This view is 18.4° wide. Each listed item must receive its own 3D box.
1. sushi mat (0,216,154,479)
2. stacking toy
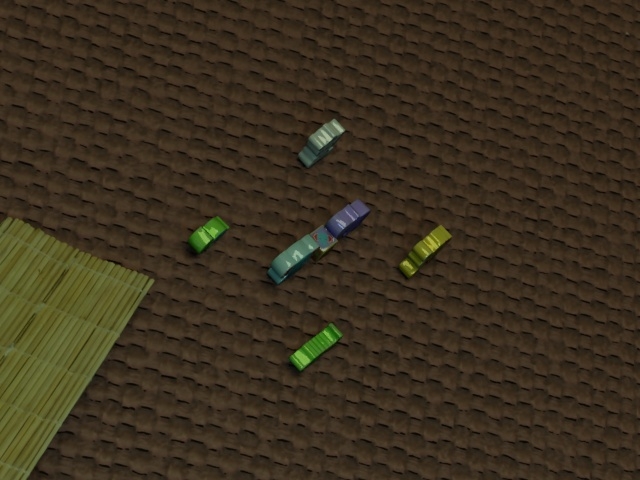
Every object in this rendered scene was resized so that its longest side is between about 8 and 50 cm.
[{"bbox_3d":[-0.264,0.092,1.669,0.151,0.019,0.316,25,37,2],"label":"sushi mat"},{"bbox_3d":[0.000,0.000,1.885,0.167,0.052,0.221,46,55,7],"label":"stacking toy"}]
